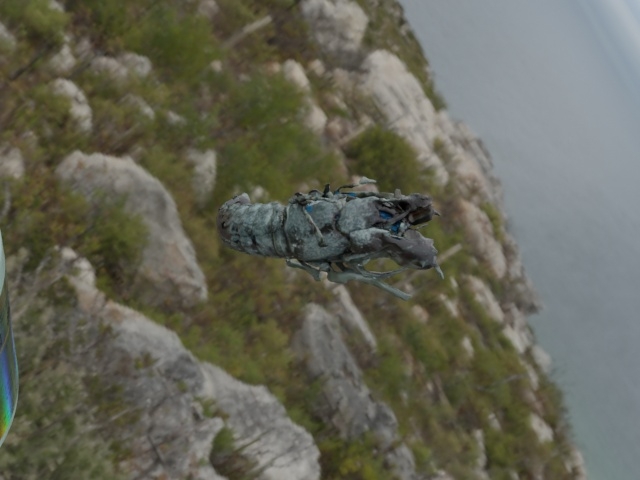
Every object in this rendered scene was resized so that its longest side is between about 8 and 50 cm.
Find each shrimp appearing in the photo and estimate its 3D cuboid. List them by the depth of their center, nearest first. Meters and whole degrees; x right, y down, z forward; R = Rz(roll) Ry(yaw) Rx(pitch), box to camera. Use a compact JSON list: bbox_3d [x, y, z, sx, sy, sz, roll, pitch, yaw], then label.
[{"bbox_3d":[-0.003,0.001,0.610,0.076,0.174,0.082,-31,118,-55],"label":"shrimp"}]

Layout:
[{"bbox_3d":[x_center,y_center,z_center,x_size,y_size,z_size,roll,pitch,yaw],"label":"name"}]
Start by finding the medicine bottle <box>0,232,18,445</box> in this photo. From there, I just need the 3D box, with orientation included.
[{"bbox_3d":[-0.248,0.047,0.605,0.083,0.229,0.121,1,48,-11],"label":"medicine bottle"}]
